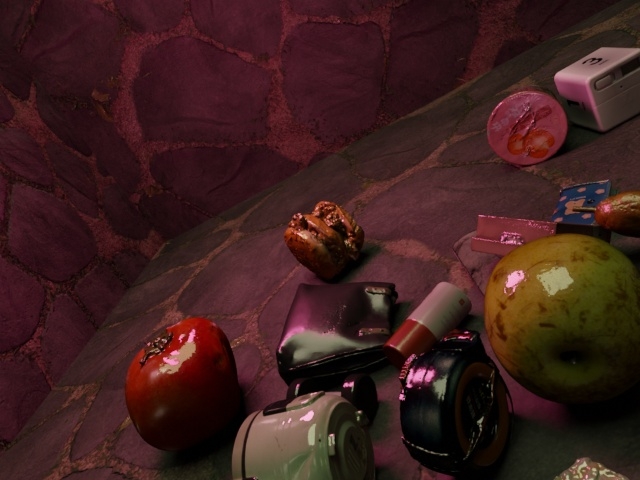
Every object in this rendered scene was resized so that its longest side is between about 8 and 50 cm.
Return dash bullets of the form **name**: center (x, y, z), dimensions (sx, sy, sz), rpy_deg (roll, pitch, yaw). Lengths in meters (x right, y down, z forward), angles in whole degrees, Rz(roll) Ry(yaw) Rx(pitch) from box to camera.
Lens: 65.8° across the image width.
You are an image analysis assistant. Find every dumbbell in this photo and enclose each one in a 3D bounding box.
- **dumbbell**: center (0.023, 0.349, 1.091), dimensions (0.191, 0.100, 0.100), rpy_deg (-17, 26, 35)

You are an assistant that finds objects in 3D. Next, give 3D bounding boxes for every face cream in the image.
- **face cream**: center (0.244, 0.198, 1.125), dimensions (0.214, 0.096, 0.096), rpy_deg (-42, 23, -24)

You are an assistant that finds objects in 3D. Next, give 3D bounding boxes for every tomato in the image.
- **tomato**: center (-0.352, 0.372, 1.292), dimensions (0.293, 0.290, 0.325), rpy_deg (-33, 19, -9)

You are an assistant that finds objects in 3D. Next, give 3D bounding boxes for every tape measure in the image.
- **tape measure**: center (0.224, 0.279, 0.832), dimensions (0.135, 0.202, 0.223), rpy_deg (-12, 14, 44)

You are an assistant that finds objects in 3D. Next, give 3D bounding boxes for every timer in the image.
- **timer**: center (0.907, -0.486, 1.585), dimensions (0.192, 0.194, 0.195), rpy_deg (-29, 21, 7)

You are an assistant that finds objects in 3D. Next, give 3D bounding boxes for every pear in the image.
- **pear**: center (0.410, 0.123, 0.827), dimensions (0.283, 0.284, 0.283), rpy_deg (-27, 22, 12)

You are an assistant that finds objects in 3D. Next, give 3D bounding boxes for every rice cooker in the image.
- **rice cooker**: center (-0.035, 0.400, 0.903), dimensions (0.244, 0.226, 0.226), rpy_deg (-24, 22, 25)

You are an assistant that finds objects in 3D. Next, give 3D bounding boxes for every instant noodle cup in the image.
- **instant noodle cup**: center (0.698, -0.402, 1.664), dimensions (0.243, 0.243, 0.231), rpy_deg (-18, 18, 32)

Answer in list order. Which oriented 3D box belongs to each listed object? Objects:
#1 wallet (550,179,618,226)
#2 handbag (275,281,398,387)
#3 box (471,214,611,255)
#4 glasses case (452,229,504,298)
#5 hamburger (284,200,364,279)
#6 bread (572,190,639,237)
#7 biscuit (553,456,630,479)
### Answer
- **wallet**: center (0.646, -0.071, 1.221), dimensions (0.141, 0.059, 0.202), rpy_deg (-7, 31, 43)
- **handbag**: center (0.059, 0.219, 1.282), dimensions (0.288, 0.152, 0.342), rpy_deg (-11, 30, 19)
- **box**: center (0.486, -0.002, 1.087), dimensions (0.215, 0.086, 0.215), rpy_deg (1, 6, -31)
- **glasses case**: center (0.418, 0.069, 1.198), dimensions (0.114, 0.060, 0.299), rpy_deg (-31, 24, 10)
- **hamburger**: center (0.001, -0.006, 1.686), dimensions (0.211, 0.260, 0.245), rpy_deg (-46, 32, -24)
- **bread**: center (0.676, -0.042, 0.954), dimensions (0.344, 0.124, 0.084), rpy_deg (5, 58, 30)
- **biscuit**: center (0.372, 0.374, 0.644), dimensions (0.265, 0.040, 0.188), rpy_deg (-22, 23, 20)
